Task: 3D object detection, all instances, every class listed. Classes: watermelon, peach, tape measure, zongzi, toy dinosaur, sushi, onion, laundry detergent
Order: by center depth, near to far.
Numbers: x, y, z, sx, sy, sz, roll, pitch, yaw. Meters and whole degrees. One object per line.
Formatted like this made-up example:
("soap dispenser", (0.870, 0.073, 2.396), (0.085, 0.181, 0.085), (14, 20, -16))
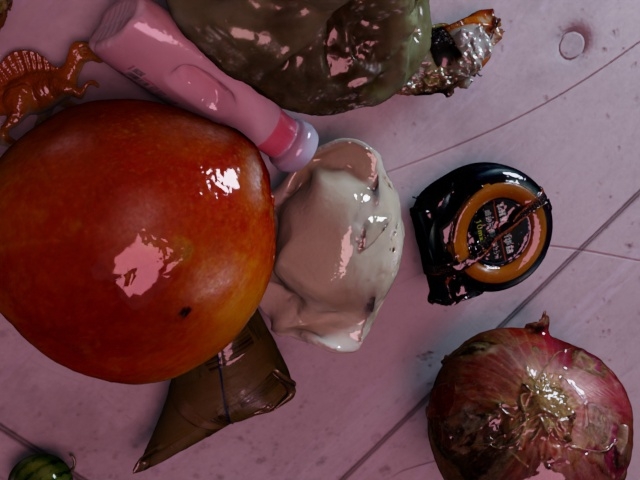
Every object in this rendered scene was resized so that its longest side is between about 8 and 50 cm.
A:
("peach", (-0.236, -0.008, 1.327), (0.389, 0.388, 0.388), (-7, 114, -15))
("toy dinosaur", (-0.393, -0.196, 1.365), (0.212, 0.057, 0.142), (0, 108, -16))
("laundry detergent", (-0.143, -0.203, 1.392), (0.335, 0.159, 0.087), (32, 71, -31))
("sushi", (0.168, -0.256, 1.490), (0.226, 0.103, 0.097), (-21, 116, 1))
("zongzi", (-0.210, 0.192, 1.560), (0.289, 0.123, 0.260), (-26, 113, -1))
("watermelon", (-0.426, 0.376, 1.582), (0.109, 0.109, 0.109), (-7, 114, -15))
("tape measure", (0.250, -0.019, 1.604), (0.223, 0.135, 0.202), (-20, 107, -11))
("onion", (0.340, 0.297, 1.672), (0.354, 0.353, 0.353), (-7, 114, -15))

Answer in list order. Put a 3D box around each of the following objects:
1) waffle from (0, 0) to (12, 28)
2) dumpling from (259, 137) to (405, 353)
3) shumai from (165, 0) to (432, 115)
("waffle", (-0.482, -0.175, 1.253), (0.091, 0.213, 0.308), (25, 102, -16))
("dumpling", (0.000, 0.000, 1.540), (0.243, 0.187, 0.318), (6, 101, 21))
("shumai", (0.030, -0.349, 1.237), (0.398, 0.323, 0.324), (19, 72, -27))
